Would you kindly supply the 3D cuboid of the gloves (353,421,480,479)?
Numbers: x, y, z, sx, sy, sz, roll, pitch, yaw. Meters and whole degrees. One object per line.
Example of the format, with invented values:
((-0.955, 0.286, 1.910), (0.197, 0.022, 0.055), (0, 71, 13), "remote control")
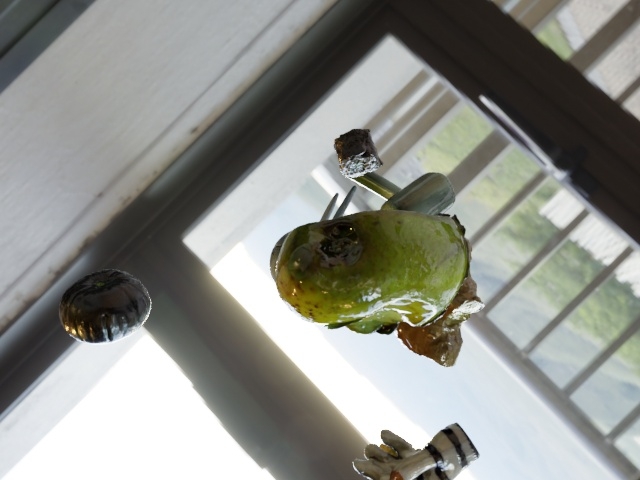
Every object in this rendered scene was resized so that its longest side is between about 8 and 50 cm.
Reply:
((0.174, 0.413, 1.628), (0.131, 0.219, 0.140), (58, 177, -24), "gloves")

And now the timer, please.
((0.006, 0.021, 1.920), (0.175, 0.255, 0.175), (43, 158, 22), "timer")

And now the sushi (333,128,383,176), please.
((0.082, -0.188, 1.956), (0.098, 0.094, 0.084), (60, -167, -57), "sushi")

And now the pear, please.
((0.072, 0.045, 1.315), (0.255, 0.238, 0.163), (13, -117, -56), "pear")

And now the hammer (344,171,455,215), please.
((0.180, -0.140, 2.362), (0.336, 0.206, 0.118), (34, 148, 36), "hammer")

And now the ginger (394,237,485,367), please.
((0.217, 0.087, 1.674), (0.123, 0.270, 0.219), (7, -161, -44), "ginger")

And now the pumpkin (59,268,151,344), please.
((-0.471, 0.148, 1.953), (0.202, 0.202, 0.140), (-134, 36, -60), "pumpkin")

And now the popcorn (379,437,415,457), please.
((0.152, 0.425, 1.732), (0.084, 0.084, 0.084), (46, 180, 0), "popcorn")
